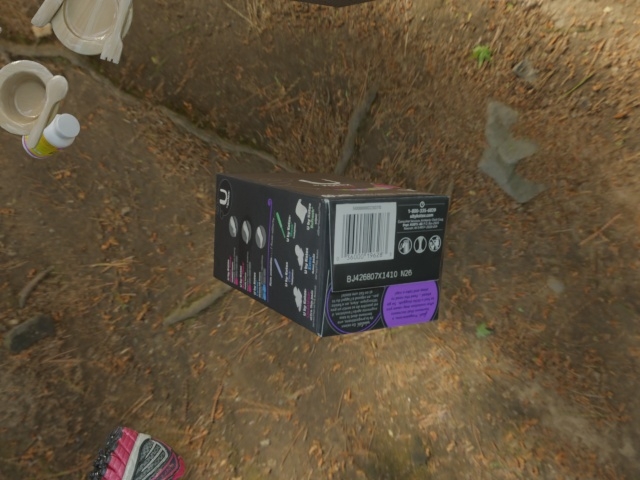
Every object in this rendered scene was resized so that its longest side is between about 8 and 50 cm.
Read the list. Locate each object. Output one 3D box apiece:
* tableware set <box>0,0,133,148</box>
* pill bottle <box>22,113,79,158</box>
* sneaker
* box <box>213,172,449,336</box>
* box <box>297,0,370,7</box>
[{"bbox_3d":[-0.227,-0.161,0.518,0.168,0.020,0.141,32,96,4],"label":"tableware set"},{"bbox_3d":[-0.344,-0.135,0.897,0.083,0.043,0.043,-14,88,40],"label":"pill bottle"},{"bbox_3d":[-0.268,0.397,0.889,0.112,0.121,0.299,27,68,-19],"label":"sneaker"},{"bbox_3d":[0.000,0.000,0.823,0.165,0.270,0.143,-3,101,-32],"label":"box"},{"bbox_3d":[0.004,-0.375,0.611,0.182,0.296,0.294,-3,100,30],"label":"box"}]
